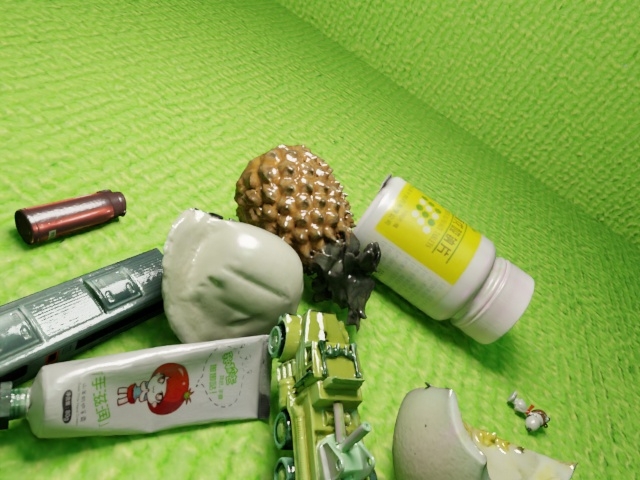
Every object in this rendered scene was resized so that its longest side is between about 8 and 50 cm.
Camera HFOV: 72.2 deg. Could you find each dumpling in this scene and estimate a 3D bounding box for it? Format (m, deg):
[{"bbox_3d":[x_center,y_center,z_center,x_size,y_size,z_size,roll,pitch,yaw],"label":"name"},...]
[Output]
[{"bbox_3d":[-0.139,0.083,0.692,0.243,0.175,0.227,24,68,-15],"label":"dumpling"}]

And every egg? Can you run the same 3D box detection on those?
[{"bbox_3d":[0.208,0.343,0.639,0.271,0.206,0.162,38,59,-17],"label":"egg"}]

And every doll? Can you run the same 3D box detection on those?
[{"bbox_3d":[0.425,0.350,0.901,0.058,0.040,0.085,-10,54,-30],"label":"doll"}]

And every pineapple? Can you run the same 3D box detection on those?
[{"bbox_3d":[0.002,-0.001,0.837,0.223,0.223,0.357,-21,67,-47],"label":"pineapple"}]

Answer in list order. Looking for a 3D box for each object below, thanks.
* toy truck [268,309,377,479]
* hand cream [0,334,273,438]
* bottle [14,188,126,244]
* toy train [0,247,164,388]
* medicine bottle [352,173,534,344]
[{"bbox_3d":[0.014,0.206,0.582,0.128,0.135,0.259,13,43,-25],"label":"toy truck"},{"bbox_3d":[-0.212,0.192,0.570,0.336,0.076,0.121,5,84,-33],"label":"hand cream"},{"bbox_3d":[-0.400,-0.045,0.721,0.060,0.060,0.164,45,38,15],"label":"bottle"},{"bbox_3d":[-0.361,0.117,0.545,0.086,0.089,0.409,49,39,12],"label":"toy train"},{"bbox_3d":[0.248,0.043,0.966,0.379,0.213,0.213,36,37,3],"label":"medicine bottle"}]
